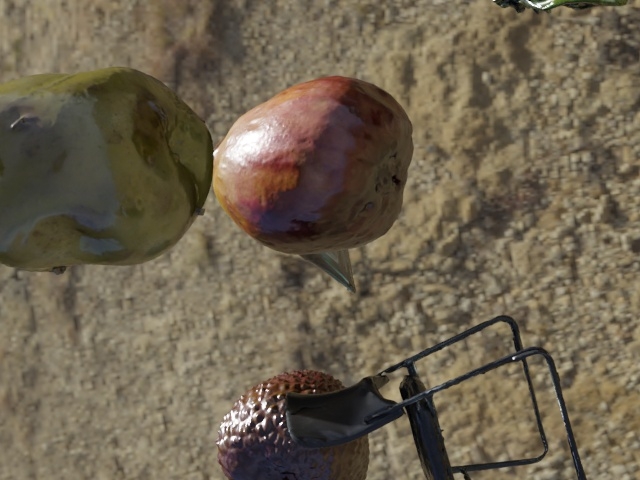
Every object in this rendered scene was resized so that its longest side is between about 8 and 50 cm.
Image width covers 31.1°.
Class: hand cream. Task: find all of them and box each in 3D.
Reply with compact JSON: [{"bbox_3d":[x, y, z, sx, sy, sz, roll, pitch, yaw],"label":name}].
[{"bbox_3d":[0.000,0.000,1.959,0.061,0.270,0.120,-21,64,20],"label":"hand cream"}]

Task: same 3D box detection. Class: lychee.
[{"bbox_3d":[-0.025,0.245,1.389,0.194,0.194,0.195,7,100,46],"label":"lychee"}]

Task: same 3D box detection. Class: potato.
[{"bbox_3d":[-0.281,-0.074,1.181,0.202,0.350,0.218,107,154,-47],"label":"potato"}]

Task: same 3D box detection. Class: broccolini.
[{"bbox_3d":[0.240,-0.263,1.218,0.068,0.091,0.202,-41,28,-2],"label":"broccolini"}]

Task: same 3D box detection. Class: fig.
[{"bbox_3d":[-0.006,-0.085,1.394,0.263,0.224,0.224,-25,76,26],"label":"fig"}]

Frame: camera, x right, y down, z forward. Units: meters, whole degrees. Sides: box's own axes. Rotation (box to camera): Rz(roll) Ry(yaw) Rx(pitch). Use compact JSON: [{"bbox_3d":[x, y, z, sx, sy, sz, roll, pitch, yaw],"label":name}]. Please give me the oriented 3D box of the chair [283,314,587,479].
[{"bbox_3d":[0.092,0.170,0.981,0.140,0.221,0.145,-117,12,-82],"label":"chair"}]
